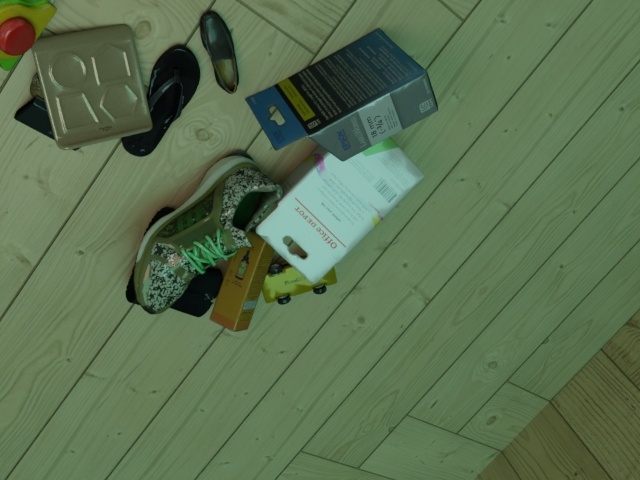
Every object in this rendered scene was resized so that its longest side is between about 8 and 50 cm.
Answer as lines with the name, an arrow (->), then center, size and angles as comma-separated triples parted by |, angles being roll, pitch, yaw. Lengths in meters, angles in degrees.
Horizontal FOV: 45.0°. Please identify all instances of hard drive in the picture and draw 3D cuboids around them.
hard drive -> -0.519, -0.227, 1.515 | 0.135, 0.022, 0.094 | 29, 150, -35

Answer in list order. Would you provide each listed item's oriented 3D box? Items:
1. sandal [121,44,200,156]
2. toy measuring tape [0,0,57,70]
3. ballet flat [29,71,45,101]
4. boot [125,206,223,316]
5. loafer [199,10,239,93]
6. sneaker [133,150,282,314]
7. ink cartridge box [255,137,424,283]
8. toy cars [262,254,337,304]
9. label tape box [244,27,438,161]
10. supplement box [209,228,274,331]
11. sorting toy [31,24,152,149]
sandal -> -0.319, -0.275, 1.578 | 0.097, 0.054, 0.255 | 19, 114, -32
toy measuring tape -> -0.519, -0.428, 1.343 | 0.121, 0.121, 0.330 | 33, 99, -36
ballet flat -> -0.478, -0.263, 1.525 | 0.067, 0.073, 0.206 | -30, 132, 35
boot -> -0.315, 0.054, 1.786 | 0.207, 0.094, 0.247 | 14, 104, -40
loafer -> -0.197, -0.376, 1.556 | 0.062, 0.061, 0.170 | -23, 128, -5
sneaker -> -0.233, -0.009, 1.637 | 0.410, 0.182, 0.158 | -54, 134, -12
ink cartridge box -> 0.033, -0.098, 1.739 | 0.353, 0.119, 0.207 | -45, 109, 2
toy cars -> 0.000, 0.000, 1.885 | 0.176, 0.087, 0.394 | 32, 102, -23
label tape box -> 0.038, -0.283, 1.606 | 0.333, 0.241, 0.106 | -28, 131, -1
supplement box -> -0.179, 0.093, 1.821 | 0.080, 0.078, 0.234 | 0, 111, -65
sorting toy -> -0.434, -0.294, 1.477 | 0.192, 0.038, 0.208 | -19, 108, -28
